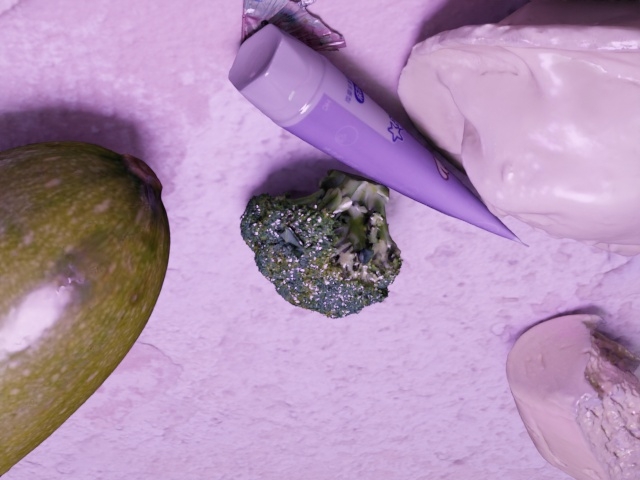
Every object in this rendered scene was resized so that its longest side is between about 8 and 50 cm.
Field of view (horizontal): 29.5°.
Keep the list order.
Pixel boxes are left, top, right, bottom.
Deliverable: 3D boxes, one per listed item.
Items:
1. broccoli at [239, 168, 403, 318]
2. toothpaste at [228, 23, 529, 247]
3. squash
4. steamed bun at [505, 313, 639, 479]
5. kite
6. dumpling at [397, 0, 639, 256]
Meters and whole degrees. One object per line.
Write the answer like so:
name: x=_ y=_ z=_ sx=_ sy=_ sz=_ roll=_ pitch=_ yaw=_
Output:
broccoli: x=0.000 y=0.000 z=1.295 sx=0.195 sy=0.195 sz=0.156 roll=16 pitch=100 yaw=-23
toothpaste: x=0.063 y=-0.086 z=1.237 sx=0.371 sy=0.125 sz=0.080 roll=35 pitch=85 yaw=-34
squash: x=-0.278 y=0.050 z=1.214 sx=0.309 sy=0.310 sz=0.310 roll=-25 pitch=136 yaw=18
steamed bun: x=0.349 y=0.197 z=1.541 sx=0.170 sy=0.200 sz=0.225 roll=-46 pitch=136 yaw=-14
kite: x=-0.021 y=-0.219 z=1.143 sx=0.156 sy=0.011 sz=0.139 roll=-34 pitch=135 yaw=31
dumpling: x=0.231 y=-0.114 z=1.187 sx=0.315 sy=0.233 sz=0.395 roll=17 pitch=161 yaw=24
